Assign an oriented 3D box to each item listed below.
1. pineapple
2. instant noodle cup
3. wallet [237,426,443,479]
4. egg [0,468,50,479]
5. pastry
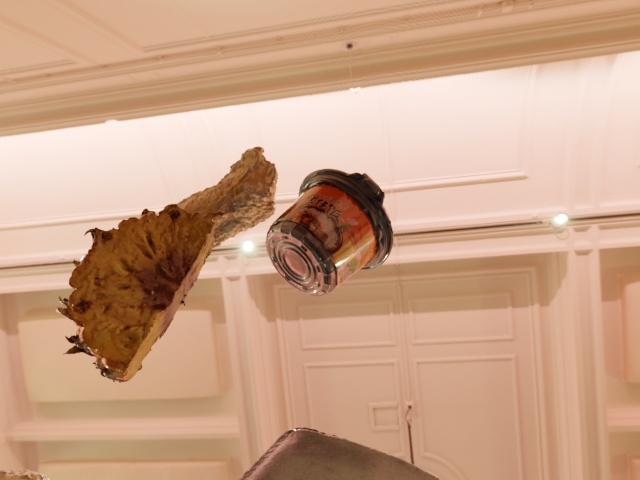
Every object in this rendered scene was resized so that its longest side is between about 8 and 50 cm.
[{"bbox_3d":[-0.221,0.036,0.519,0.135,0.079,0.233,24,-127,4],"label":"pineapple"},{"bbox_3d":[0.000,0.000,0.656,0.177,0.125,0.208,35,-38,20],"label":"instant noodle cup"},{"bbox_3d":[0.032,0.222,0.253,0.290,0.251,0.054,9,-79,28],"label":"wallet"},{"bbox_3d":[-0.383,0.365,0.526,0.201,0.164,0.164,16,-83,21],"label":"egg"},{"bbox_3d":[-0.175,-0.057,0.771,0.258,0.089,0.121,-30,-117,12],"label":"pastry"}]
